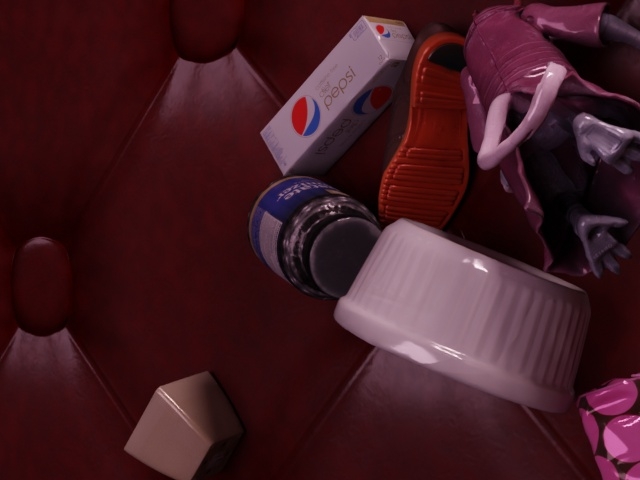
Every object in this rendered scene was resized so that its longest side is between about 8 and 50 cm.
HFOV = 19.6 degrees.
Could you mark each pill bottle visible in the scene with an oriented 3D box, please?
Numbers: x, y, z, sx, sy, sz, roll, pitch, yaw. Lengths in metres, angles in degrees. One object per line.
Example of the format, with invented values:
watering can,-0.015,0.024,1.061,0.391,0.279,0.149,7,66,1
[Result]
pill bottle,0.000,0.000,2.117,0.219,0.122,0.123,-149,66,-69

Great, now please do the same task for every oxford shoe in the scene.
oxford shoe,0.119,-0.116,2.104,0.098,0.097,0.271,-115,36,-63

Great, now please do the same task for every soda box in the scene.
soda box,0.026,-0.167,2.181,0.216,0.074,0.069,-46,61,34

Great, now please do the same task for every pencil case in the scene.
pencil case,0.339,0.233,1.881,0.098,0.095,0.209,-41,62,36

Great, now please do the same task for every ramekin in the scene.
ramekin,0.158,0.072,1.942,0.273,0.273,0.127,24,94,40

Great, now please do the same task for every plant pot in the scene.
plant pot,-0.163,0.245,2.346,0.096,0.109,0.109,40,117,22

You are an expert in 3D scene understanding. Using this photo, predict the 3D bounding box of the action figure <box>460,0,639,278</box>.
action figure,0.204,-0.135,1.873,0.248,0.275,0.370,-51,38,25
